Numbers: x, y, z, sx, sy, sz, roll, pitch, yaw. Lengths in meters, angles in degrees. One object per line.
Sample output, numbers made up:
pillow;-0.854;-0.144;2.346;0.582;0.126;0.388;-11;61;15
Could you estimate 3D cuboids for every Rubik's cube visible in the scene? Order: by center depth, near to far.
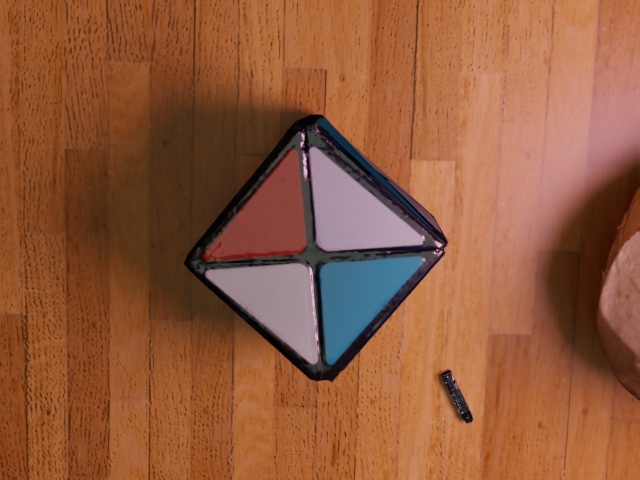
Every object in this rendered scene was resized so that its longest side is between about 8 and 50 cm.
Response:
Rubik's cube;0.000;0.000;1.284;0.248;0.246;0.250;40;99;-4

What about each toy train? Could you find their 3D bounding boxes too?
toy train;0.202;0.231;1.427;0.017;0.017;0.083;-25;97;8

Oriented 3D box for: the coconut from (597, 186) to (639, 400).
coconut;0.531;0.061;1.236;0.346;0.360;0.346;11;124;16
